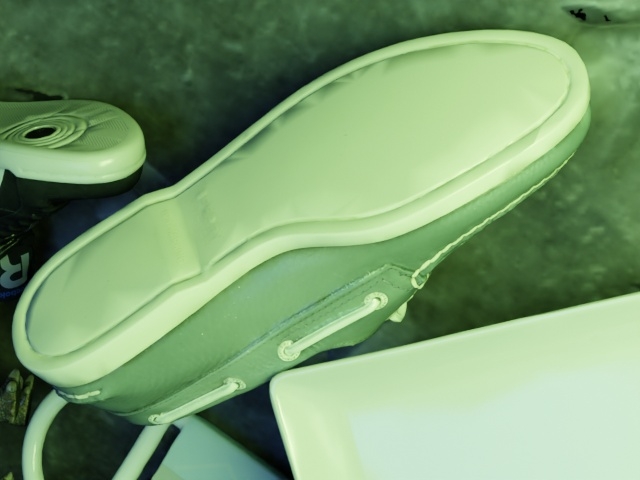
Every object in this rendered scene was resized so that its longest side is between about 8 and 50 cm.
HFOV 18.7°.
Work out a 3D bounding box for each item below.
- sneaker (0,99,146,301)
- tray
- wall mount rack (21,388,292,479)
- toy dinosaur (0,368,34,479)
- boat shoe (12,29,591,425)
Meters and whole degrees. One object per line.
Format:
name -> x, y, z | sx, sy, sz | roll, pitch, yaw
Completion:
sneaker -> -0.173, -0.018, 1.148 | 0.217, 0.079, 0.121 | 10, 120, 41
tray -> 0.120, 0.103, 0.953 | 0.270, 0.030, 0.145 | -13, 100, 16
wall mount rack -> -0.028, 0.152, 1.091 | 0.350, 0.130, 0.304 | 33, 98, 18
toy dinosaur -> -0.266, 0.133, 1.176 | 0.160, 0.121, 0.313 | 12, 97, -2
boat shoe -> 0.000, 0.000, 0.983 | 0.319, 0.116, 0.099 | -28, 135, 14
